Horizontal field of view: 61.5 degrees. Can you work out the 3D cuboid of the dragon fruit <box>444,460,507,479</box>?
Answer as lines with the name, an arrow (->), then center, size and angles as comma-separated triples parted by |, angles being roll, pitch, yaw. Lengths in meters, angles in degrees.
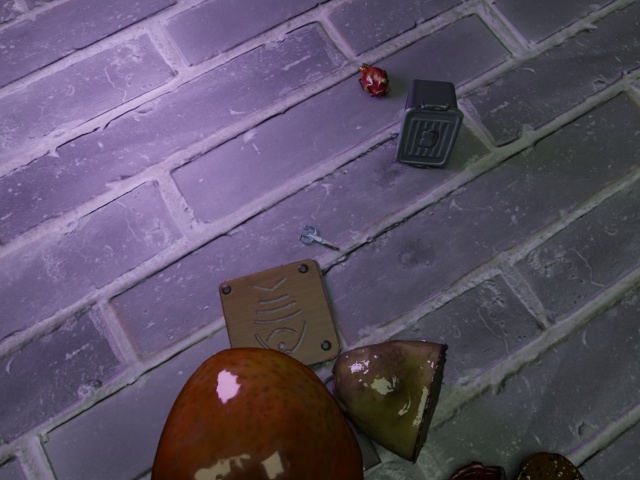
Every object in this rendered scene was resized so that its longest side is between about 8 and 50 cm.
dragon fruit -> 0.365, 0.612, 1.272 | 0.160, 0.120, 0.127 | 1, 112, 25

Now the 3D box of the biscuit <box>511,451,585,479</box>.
biscuit -> 0.543, 0.611, 1.271 | 0.212, 0.036, 0.212 | 3, 77, -11

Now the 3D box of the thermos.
thermos -> 0.072, 0.466, 1.315 | 0.137, 0.105, 0.193 | -12, 61, -31

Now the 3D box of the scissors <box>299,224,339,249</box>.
scissors -> 0.000, 0.000, 1.514 | 0.119, 0.014, 0.058 | 26, 77, 12

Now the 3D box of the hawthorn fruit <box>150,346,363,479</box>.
hawthorn fruit -> -0.137, 0.461, 1.151 | 0.471, 0.472, 0.472 | 0, 71, 0

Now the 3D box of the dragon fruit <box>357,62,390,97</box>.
dragon fruit -> 0.164, -0.497, 1.656 | 0.086, 0.081, 0.116 | -26, 73, 3

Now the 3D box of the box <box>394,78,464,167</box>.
box -> 0.302, -0.333, 1.523 | 0.163, 0.243, 0.135 | 5, 58, 3

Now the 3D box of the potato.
potato -> 0.152, 0.344, 1.274 | 0.237, 0.289, 0.301 | 13, 60, 20

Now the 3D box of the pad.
pad -> -0.110, 0.209, 1.442 | 0.286, 0.018, 0.284 | -15, 72, -3
